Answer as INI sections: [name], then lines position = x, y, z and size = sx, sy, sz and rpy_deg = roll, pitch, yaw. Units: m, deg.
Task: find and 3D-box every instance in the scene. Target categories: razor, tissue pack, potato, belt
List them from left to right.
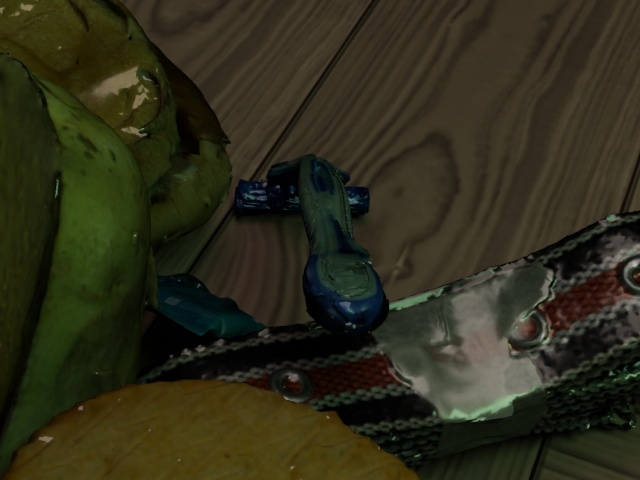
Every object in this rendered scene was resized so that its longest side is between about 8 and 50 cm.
[potato]
position = -0.145, 0.050, 0.713
size = 0.111, 0.271, 0.160
rpy_deg = 12, 9, -42
[tissue pack]
position = -0.077, 0.037, 0.819
size = 0.085, 0.028, 0.138
rpy_deg = 24, 2, 18
[razor]
position = 0.000, -0.012, 0.817
size = 0.093, 0.056, 0.324
rpy_deg = 1, 12, -5
[belt]
position = 0.063, 0.076, 0.785
size = 0.359, 0.126, 0.094
rpy_deg = -15, 58, -16

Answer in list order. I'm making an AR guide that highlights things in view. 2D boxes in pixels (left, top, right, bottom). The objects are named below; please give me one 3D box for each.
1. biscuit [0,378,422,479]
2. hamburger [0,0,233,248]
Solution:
[biscuit]
position = -0.032, 0.162, 0.606
size = 0.254, 0.035, 0.254
rpy_deg = 17, 41, -16
[hamburger]
position = -0.205, -0.056, 0.892
size = 0.285, 0.134, 0.265
rpy_deg = -24, 53, -21
